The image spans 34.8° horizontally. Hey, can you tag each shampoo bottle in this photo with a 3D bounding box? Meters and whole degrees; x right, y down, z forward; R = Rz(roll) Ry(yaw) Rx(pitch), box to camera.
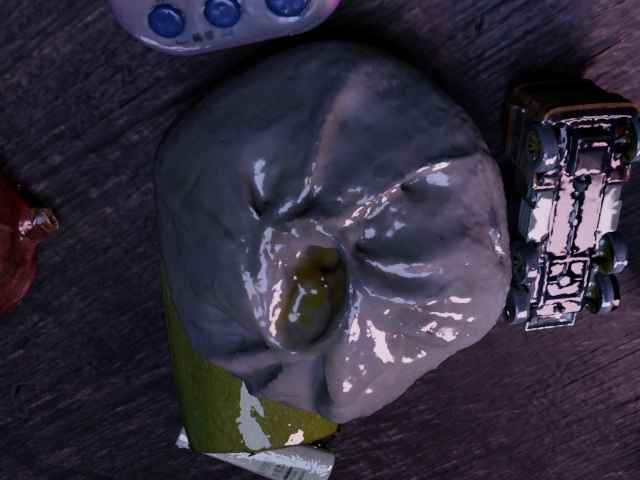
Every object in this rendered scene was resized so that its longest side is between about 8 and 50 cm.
[{"bbox_3d":[-0.082,0.258,1.249,0.191,0.041,0.069,19,131,-10],"label":"shampoo bottle"}]

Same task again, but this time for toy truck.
[{"bbox_3d":[0.213,-0.029,0.962,0.108,0.140,0.256,-6,120,-12],"label":"toy truck"}]

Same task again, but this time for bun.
[{"bbox_3d":[-0.005,-0.003,0.913,0.355,0.194,0.354,6,112,14],"label":"bun"}]

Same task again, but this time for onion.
[{"bbox_3d":[-0.351,0.008,1.039,0.151,0.098,0.205,-2,127,7],"label":"onion"}]

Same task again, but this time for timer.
[{"bbox_3d":[-0.085,-0.254,0.842,0.209,0.069,0.190,-8,126,10],"label":"timer"}]

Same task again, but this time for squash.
[{"bbox_3d":[-0.078,0.099,1.141,0.189,0.189,0.260,-8,91,9],"label":"squash"}]
